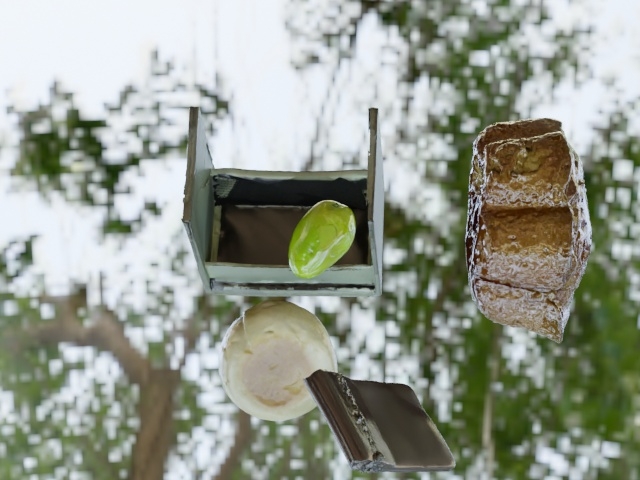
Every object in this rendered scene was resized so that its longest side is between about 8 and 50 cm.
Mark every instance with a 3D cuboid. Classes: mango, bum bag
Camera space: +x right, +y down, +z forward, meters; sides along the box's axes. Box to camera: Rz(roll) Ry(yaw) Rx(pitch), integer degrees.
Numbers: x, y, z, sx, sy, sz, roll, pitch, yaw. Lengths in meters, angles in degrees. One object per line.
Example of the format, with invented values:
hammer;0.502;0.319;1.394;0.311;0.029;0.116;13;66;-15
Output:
mango;0.000;0.000;2.228;0.073;0.108;0.056;42;-166;32
bum bag;0.060;0.170;1.697;0.159;0.026;0.109;9;-138;-49

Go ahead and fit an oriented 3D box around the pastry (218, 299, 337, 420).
pastry;-0.056;0.154;2.336;0.156;0.156;0.092;1;-160;2

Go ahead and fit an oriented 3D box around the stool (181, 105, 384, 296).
stool;-0.041;-0.047;2.383;0.244;0.170;0.269;0;158;4

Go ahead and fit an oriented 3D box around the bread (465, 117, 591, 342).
bread;0.237;-0.028;2.043;0.135;0.232;0.246;4;-139;0
